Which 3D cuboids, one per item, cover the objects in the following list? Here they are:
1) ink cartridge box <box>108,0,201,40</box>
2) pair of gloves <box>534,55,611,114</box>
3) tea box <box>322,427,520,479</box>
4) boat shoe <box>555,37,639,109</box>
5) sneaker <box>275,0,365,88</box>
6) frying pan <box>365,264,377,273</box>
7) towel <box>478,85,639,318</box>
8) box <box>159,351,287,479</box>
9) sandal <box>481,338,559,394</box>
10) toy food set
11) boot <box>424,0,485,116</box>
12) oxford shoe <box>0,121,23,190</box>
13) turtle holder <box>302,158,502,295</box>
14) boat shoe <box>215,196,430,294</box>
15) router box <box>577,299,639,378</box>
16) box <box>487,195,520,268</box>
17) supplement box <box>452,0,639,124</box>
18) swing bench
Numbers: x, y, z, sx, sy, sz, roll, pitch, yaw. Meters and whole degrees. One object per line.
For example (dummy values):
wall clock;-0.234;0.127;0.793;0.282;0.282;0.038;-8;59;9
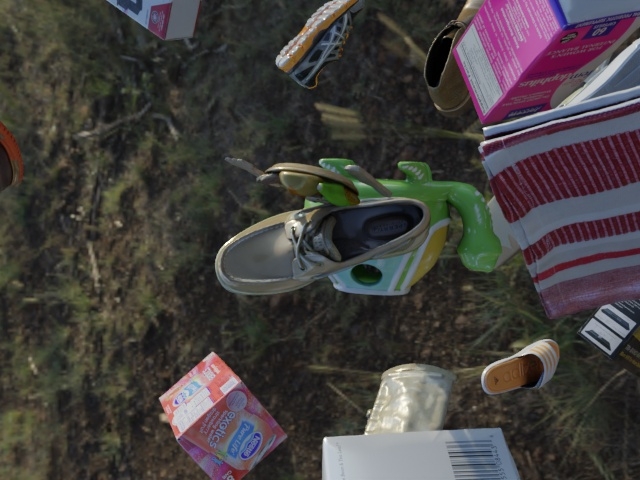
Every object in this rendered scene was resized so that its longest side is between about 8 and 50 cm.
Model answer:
ink cartridge box;-0.281;-0.432;1.278;0.175;0.072;0.127;37;128;24
pair of gloves;0.512;-0.244;1.319;0.240;0.042;0.204;28;74;19
tea box;0.117;0.439;0.836;0.329;0.220;0.323;-98;8;-52
boat shoe;0.428;-0.215;1.120;0.109;0.302;0.094;59;172;-15
sneaker;0.011;-0.370;1.408;0.215;0.083;0.084;-48;27;-10
frying pan;0.137;0.006;1.803;0.197;0.326;0.053;-27;65;15
towel;0.314;-0.026;0.773;0.237;0.329;0.037;-14;51;21
box;-0.197;0.338;1.473;0.142;0.154;0.300;53;167;-13
sandal;0.513;0.324;1.881;0.076;0.265;0.101;2;105;58
toy food set;-0.016;-0.065;0.971;0.192;0.132;0.038;7;80;30
boot;0.291;-0.403;1.509;0.112;0.115;0.305;12;73;39
oxford shoe;-0.360;-0.104;0.696;0.097;0.271;0.098;30;71;15
turtle holder;0.128;-0.025;1.339;0.243;0.321;0.227;-158;70;-75
boat shoe;0.000;0.000;1.030;0.303;0.098;0.109;-13;81;2
router box;0.610;0.129;1.346;0.243;0.309;0.081;-54;46;8
box;0.443;-0.050;1.707;0.148;0.311;0.121;-34;79;-6
supplement box;0.251;-0.235;0.861;0.220;0.111;0.113;123;131;-70
swing bench;0.158;0.418;1.582;0.165;0.253;0.254;17;127;10
